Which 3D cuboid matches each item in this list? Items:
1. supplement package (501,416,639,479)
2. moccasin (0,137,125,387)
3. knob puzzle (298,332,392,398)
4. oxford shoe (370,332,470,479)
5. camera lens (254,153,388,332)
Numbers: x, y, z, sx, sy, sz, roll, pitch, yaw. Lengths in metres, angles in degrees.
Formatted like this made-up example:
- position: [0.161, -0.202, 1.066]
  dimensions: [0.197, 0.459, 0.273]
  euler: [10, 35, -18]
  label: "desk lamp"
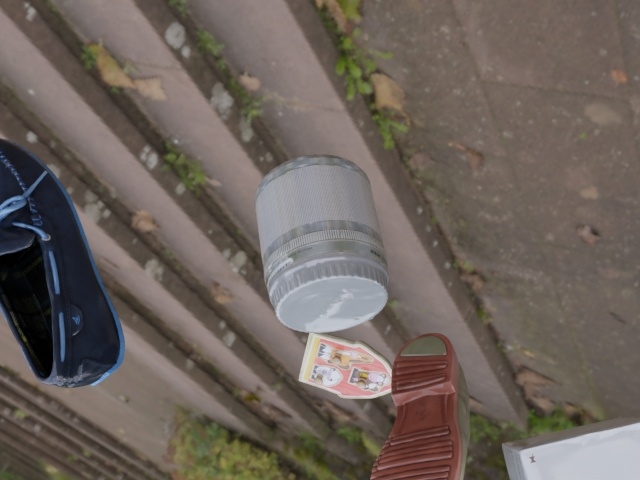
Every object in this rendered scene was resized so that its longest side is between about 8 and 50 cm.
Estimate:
- position: [0.383, 0.346, 1.220]
  dimensions: [0.194, 0.149, 0.203]
  euler: [-14, 169, 2]
  label: "supplement package"
- position: [-0.344, 0.013, 1.002]
  dimensions: [0.342, 0.138, 0.117]
  euler: [54, -157, 14]
  label: "moccasin"
- position: [0.059, 0.258, 1.644]
  dimensions: [0.213, 0.030, 0.213]
  euler: [10, 136, 10]
  label: "knob puzzle"
- position: [0.176, 0.332, 1.293]
  dimensions: [0.140, 0.397, 0.146]
  euler: [-12, 130, 29]
  label: "oxford shoe"
- position: [0.000, 0.000, 1.534]
  dimensions: [0.219, 0.274, 0.219]
  euler: [-7, 147, -4]
  label: "camera lens"
